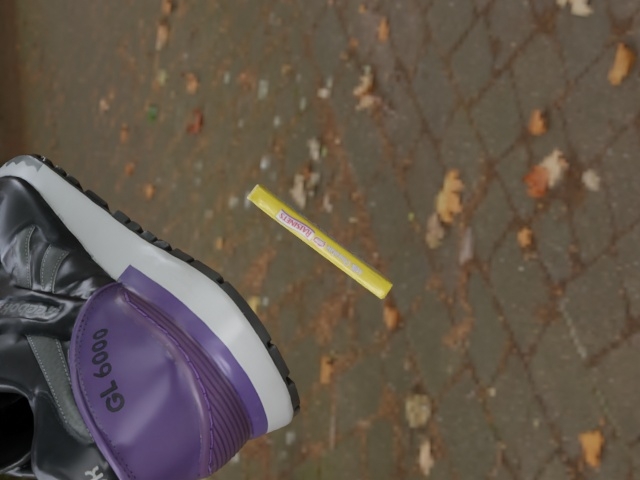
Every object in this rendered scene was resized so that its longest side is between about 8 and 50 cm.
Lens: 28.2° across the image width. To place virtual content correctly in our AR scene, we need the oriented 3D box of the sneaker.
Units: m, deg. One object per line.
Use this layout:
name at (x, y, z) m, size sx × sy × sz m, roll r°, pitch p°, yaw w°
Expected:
sneaker at (-0.140, 0.043, 0.615) m, size 0.283 × 0.124 × 0.107 m, roll 23°, pitch 144°, yaw 53°

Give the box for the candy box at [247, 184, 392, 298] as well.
candy box at (0.000, 0.000, 1.579) m, size 0.027 × 0.206 × 0.105 m, roll -53°, pitch 1°, yaw 4°
